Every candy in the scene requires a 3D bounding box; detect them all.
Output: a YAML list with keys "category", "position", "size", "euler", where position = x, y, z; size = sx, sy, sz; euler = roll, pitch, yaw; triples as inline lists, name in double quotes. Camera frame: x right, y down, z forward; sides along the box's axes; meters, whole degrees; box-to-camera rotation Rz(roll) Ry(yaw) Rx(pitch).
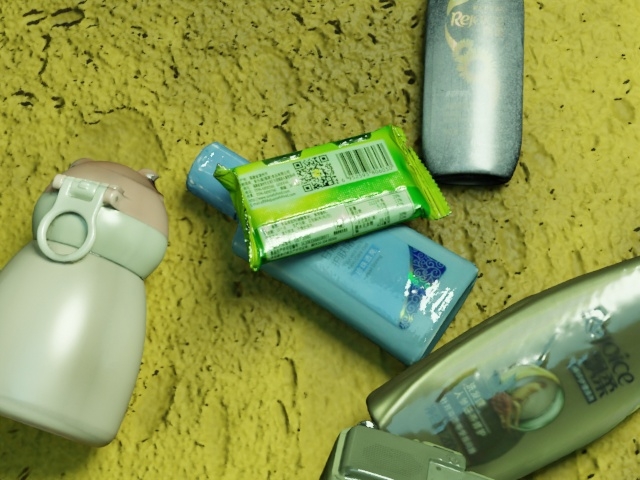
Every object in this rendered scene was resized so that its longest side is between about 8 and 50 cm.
- category: "candy"
  position: [0.008, -0.038, 1.045]
  size: [0.178, 0.032, 0.102]
  euler: [-16, 64, -17]

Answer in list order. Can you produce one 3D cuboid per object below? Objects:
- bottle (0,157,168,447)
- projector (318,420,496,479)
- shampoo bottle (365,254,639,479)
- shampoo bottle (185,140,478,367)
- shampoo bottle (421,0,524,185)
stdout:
- category: "bottle"
  position: [-0.204, 0.041, 1.063]
  size: [0.147, 0.147, 0.237]
  euler: [16, 76, 12]
- category: "projector"
  position: [0.114, 0.253, 0.954]
  size: [0.269, 0.088, 0.194]
  euler: [20, 124, -2]
- category: "shampoo bottle"
  position: [0.212, 0.091, 1.012]
  size: [0.350, 0.084, 0.126]
  euler: [-28, 101, 1]
- category: "shampoo bottle"
  position: [0.000, 0.000, 1.079]
  size: [0.258, 0.061, 0.104]
  euler: [32, 75, 14]
- category: "shampoo bottle"
  position: [0.134, -0.165, 1.101]
  size: [0.087, 0.049, 0.234]
  euler: [2, 78, 7]
